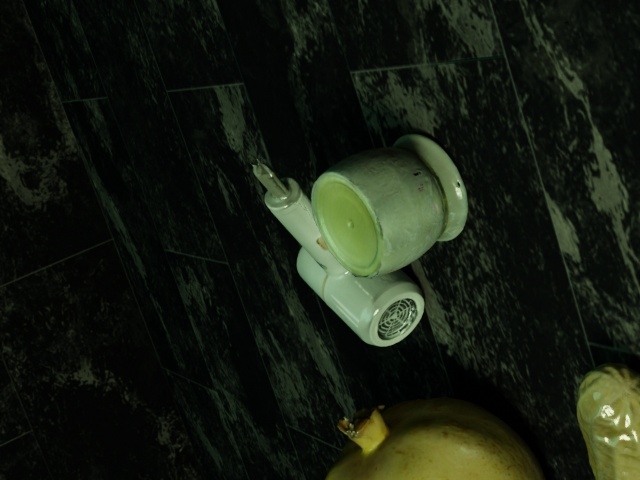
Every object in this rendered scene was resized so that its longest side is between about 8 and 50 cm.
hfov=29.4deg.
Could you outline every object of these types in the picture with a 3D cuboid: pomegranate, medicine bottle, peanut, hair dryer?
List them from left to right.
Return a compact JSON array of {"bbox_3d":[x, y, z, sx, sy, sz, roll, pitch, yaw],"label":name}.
[{"bbox_3d":[0.000,0.000,1.572,0.173,0.107,0.357,42,177,40],"label":"hair dryer"},{"bbox_3d":[0.084,-0.043,1.469,0.147,0.143,0.147,38,142,38],"label":"medicine bottle"},{"bbox_3d":[0.138,0.337,1.547,0.319,0.319,0.319,45,149,37],"label":"pomegranate"},{"bbox_3d":[0.329,0.216,1.294,0.093,0.083,0.194,-10,112,29],"label":"peanut"}]
